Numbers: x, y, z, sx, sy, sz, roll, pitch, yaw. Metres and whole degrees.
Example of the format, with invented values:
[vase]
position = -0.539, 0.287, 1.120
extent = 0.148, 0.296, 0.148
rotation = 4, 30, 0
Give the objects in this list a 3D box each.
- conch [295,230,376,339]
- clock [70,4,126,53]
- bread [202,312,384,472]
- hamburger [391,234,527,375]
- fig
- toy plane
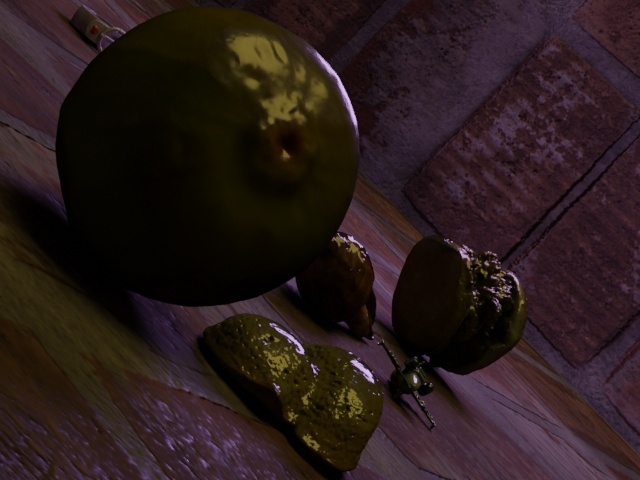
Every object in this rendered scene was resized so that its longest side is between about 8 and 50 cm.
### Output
[conch]
position = 0.017, 0.044, 1.762
extent = 0.080, 0.086, 0.232
rotation = 5, -12, 5
[clock]
position = -0.249, -0.241, 2.122
extent = 0.129, 0.041, 0.087
rotation = 35, 5, -23
[bread]
position = -0.016, 0.095, 1.273
extent = 0.149, 0.065, 0.187
rotation = 38, 9, -6
[hamburger]
position = 0.164, 0.081, 2.089
extent = 0.131, 0.159, 0.185
rotation = 23, 7, -32
[fig]
position = -0.090, -0.048, 1.179
extent = 0.207, 0.230, 0.207
rotation = 25, 51, -36
[toy plane]
position = 0.089, 0.140, 1.729
extent = 0.102, 0.040, 0.111
rotation = 62, 6, -6
